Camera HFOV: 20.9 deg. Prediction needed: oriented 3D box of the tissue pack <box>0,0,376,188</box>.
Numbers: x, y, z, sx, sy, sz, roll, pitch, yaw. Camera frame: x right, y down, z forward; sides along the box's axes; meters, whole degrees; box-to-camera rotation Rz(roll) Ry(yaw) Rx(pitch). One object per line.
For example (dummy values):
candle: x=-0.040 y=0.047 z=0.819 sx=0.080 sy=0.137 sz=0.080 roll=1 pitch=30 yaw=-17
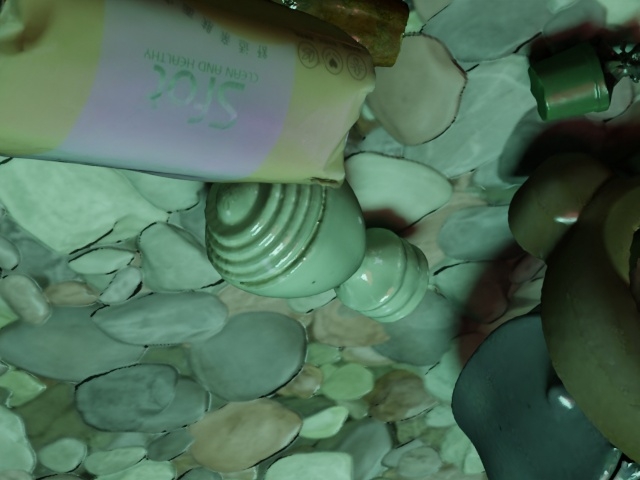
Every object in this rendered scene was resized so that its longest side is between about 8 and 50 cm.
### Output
tissue pack: x=-0.132 y=-0.101 z=0.937 sx=0.257 sy=0.215 sz=0.123 roll=5 pitch=97 yaw=-44

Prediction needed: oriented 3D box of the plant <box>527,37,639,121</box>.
plant: x=0.191 y=-0.112 z=1.151 sx=0.102 sy=0.051 sz=0.051 roll=-18 pitch=136 yaw=-5

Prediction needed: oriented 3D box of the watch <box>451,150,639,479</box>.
watch: x=0.283 y=0.116 z=1.274 sx=0.335 sy=0.314 sz=0.327 roll=-15 pitch=149 yaw=-16

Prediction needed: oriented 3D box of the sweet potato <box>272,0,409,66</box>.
sweet potato: x=0.006 y=-0.140 z=1.070 sx=0.117 sy=0.049 sz=0.049 roll=16 pitch=128 yaw=-33

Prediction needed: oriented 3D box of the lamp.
lamp: x=0.000 y=0.000 z=1.179 sx=0.106 sy=0.106 sz=0.193 roll=-39 pitch=140 yaw=22
